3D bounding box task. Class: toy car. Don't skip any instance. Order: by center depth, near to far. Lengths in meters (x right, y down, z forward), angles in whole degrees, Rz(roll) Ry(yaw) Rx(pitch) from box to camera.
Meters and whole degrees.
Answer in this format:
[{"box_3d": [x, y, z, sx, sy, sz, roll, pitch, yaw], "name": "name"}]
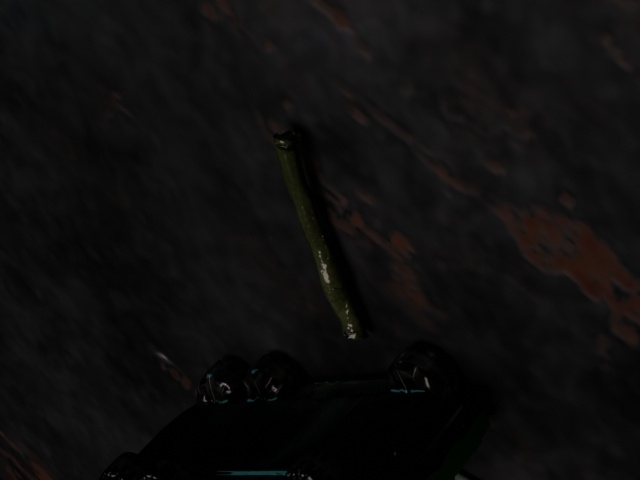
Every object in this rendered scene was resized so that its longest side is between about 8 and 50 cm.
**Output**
[{"box_3d": [-0.008, 0.084, 0.549, 0.165, 0.071, 0.062, -11, 117, 52], "name": "toy car"}]

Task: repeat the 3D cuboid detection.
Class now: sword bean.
[{"box_3d": [0.000, 0.000, 0.508, 0.012, 0.012, 0.083, 13, 135, 42], "name": "sword bean"}]

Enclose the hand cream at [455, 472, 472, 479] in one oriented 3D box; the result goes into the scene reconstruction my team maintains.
[{"box_3d": [0.063, 0.162, 0.577, 0.076, 0.047, 0.174, 27, 132, 31], "name": "hand cream"}]
